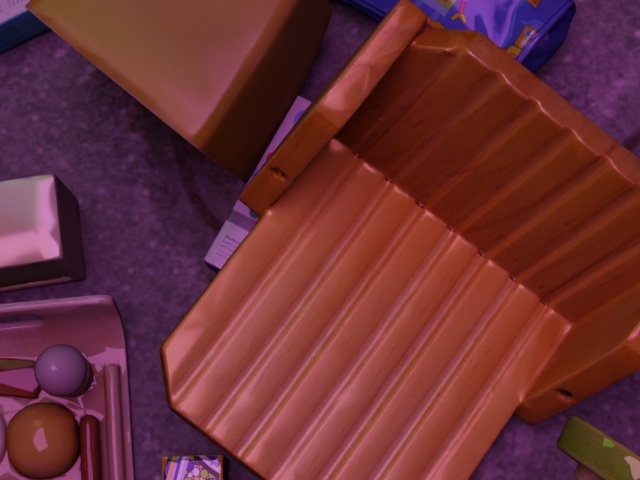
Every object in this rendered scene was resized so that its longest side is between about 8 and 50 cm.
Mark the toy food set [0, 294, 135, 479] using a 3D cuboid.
[{"bbox_3d":[-0.289,0.211,1.421,0.220,0.092,0.306,-6,76,3],"label":"toy food set"}]

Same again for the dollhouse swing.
[{"bbox_3d":[0.078,0.056,1.298,0.347,0.315,0.305,39,60,-4],"label":"dollhouse swing"}]

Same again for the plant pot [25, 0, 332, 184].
[{"bbox_3d":[-0.109,-0.202,1.430,0.212,0.212,0.187,39,92,12],"label":"plant pot"}]

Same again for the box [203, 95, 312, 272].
[{"bbox_3d":[-0.003,-0.024,1.463,0.145,0.038,0.186,28,80,10],"label":"box"}]

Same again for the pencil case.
[{"bbox_3d":[0.093,-0.254,1.488,0.306,0.119,0.133,34,86,11],"label":"pencil case"}]

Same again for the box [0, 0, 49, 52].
[{"bbox_3d":[-0.257,-0.283,1.535,0.244,0.060,0.100,-25,76,8],"label":"box"}]

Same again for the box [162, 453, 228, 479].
[{"bbox_3d":[-0.114,0.284,1.409,0.059,0.054,0.169,-2,76,3],"label":"box"}]

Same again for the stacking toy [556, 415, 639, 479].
[{"bbox_3d":[0.294,0.283,1.260,0.279,0.309,0.130,34,87,22],"label":"stacking toy"}]

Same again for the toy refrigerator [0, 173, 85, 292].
[{"bbox_3d":[-0.371,0.012,1.470,0.269,0.102,0.094,-8,76,2],"label":"toy refrigerator"}]
